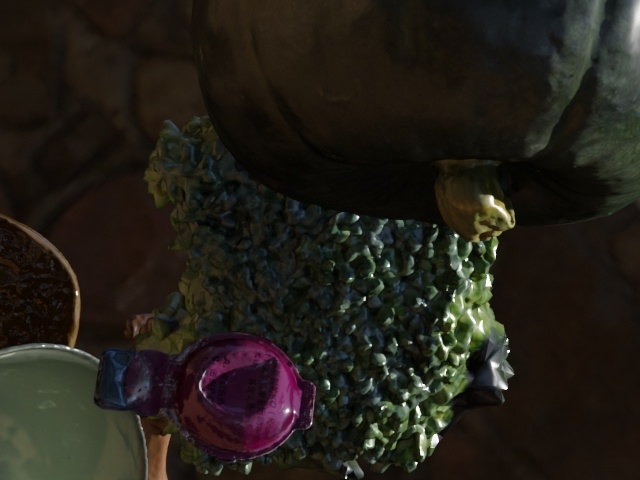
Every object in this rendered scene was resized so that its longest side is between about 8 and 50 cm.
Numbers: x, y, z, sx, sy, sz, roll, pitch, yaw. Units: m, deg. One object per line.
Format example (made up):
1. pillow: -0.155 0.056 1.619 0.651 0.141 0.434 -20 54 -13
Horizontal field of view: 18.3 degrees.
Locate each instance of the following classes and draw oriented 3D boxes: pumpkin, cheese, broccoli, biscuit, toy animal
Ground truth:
1. pumpkin: 0.075 -0.104 1.107 0.300 0.207 0.300 4 -10 1
2. cheese: -0.076 0.100 1.309 0.038 0.145 0.095 107 -9 -59
3. broccoli: 0.000 0.016 1.503 0.317 0.277 0.338 120 -40 -65
4. biscuit: -0.444 0.056 2.174 0.367 0.314 0.063 19 0 -5
5. toy animal: -0.188 0.198 2.029 0.097 0.312 0.157 -6 30 -26

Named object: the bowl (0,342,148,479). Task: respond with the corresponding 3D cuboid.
1. bowl: -0.324 0.226 1.734 0.157 0.337 0.337 22 -14 39
